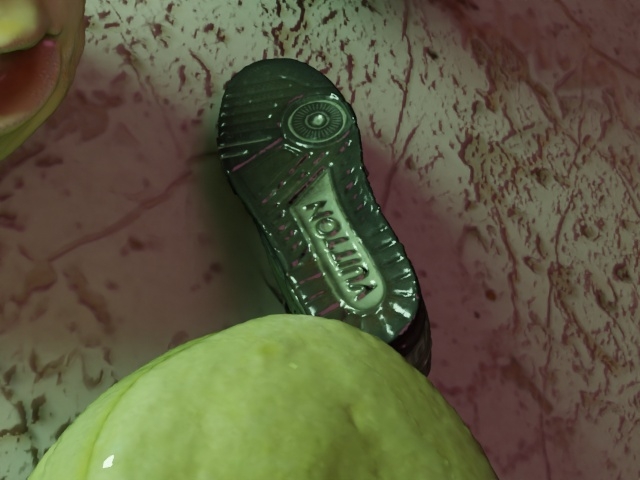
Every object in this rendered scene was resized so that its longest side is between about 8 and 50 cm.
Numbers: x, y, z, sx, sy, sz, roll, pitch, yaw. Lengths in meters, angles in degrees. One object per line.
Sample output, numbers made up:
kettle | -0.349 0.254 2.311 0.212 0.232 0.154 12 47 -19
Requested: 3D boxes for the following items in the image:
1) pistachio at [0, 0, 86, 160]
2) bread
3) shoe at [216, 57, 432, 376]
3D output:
pistachio | -0.277 -0.122 0.719 0.318 0.214 0.193 -24 130 -33
bread | -0.035 0.211 0.719 0.320 0.237 0.320 26 40 -24
shoe | 0.003 -0.001 0.928 0.109 0.149 0.293 -21 53 -4
